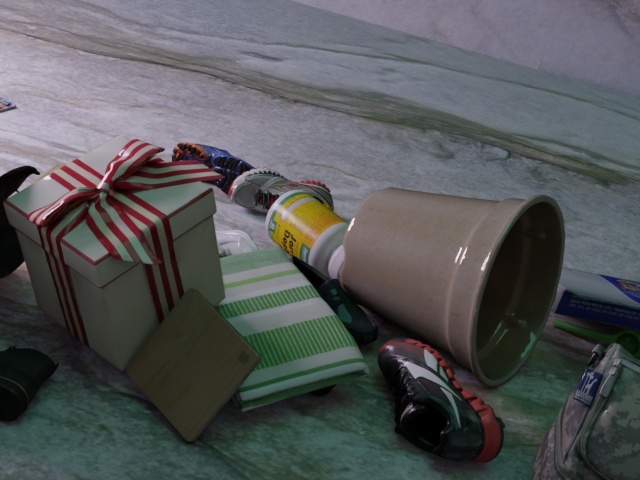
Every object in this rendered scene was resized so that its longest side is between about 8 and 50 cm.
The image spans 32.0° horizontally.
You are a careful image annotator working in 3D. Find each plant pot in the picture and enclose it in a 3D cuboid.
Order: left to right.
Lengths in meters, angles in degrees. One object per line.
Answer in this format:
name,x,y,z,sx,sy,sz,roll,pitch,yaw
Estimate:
plant pot,0.216,0.047,1.951,0.305,0.334,0.334,18,24,32

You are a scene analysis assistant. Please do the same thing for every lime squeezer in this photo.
lime squeezer,0.603,0.189,2.119,0.310,0.059,0.110,10,27,-9

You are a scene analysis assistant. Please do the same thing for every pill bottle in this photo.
pill bottle,0.000,0.000,2.102,0.117,0.118,0.208,-11,37,-41

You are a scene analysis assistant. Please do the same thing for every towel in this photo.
towel,-0.096,0.132,1.785,0.248,0.038,0.325,-12,40,-29

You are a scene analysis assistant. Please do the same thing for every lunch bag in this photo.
lunch bag,0.467,0.307,1.557,0.305,0.256,0.212,26,23,6

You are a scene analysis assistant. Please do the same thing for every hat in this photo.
hat,-0.539,0.013,1.733,0.134,0.331,0.331,59,30,-7

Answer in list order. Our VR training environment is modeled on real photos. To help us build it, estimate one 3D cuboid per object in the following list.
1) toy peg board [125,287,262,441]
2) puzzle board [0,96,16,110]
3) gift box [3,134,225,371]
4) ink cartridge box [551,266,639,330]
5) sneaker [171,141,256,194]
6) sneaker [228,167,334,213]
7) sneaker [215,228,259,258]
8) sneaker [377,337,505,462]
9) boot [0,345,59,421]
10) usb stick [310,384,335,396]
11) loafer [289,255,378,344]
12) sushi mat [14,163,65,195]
toy peg board,-0.172,0.185,1.637,0.160,0.161,0.079,42,6,28
puzzle board,-0.740,-0.307,2.424,0.128,0.011,0.096,26,28,21
gift box,-0.284,0.005,1.683,0.276,0.258,0.255,24,48,31
ink cartridge box,0.569,0.124,2.132,0.303,0.072,0.307,12,12,-9
sneaker,-0.201,-0.156,2.342,0.221,0.083,0.087,28,24,19
sneaker,-0.075,-0.086,2.261,0.225,0.088,0.093,6,29,-18
sneaker,-0.207,0.022,2.004,0.232,0.090,0.115,22,33,34
sneaker,0.158,0.244,1.735,0.135,0.098,0.276,-3,33,-36
boot,-0.483,0.173,1.583,0.198,0.077,0.137,31,23,1
usb stick,-0.095,0.170,1.802,0.278,0.045,0.077,24,35,19
loafer,0.013,0.105,1.947,0.076,0.078,0.223,-19,42,-43
sushi mat,-0.495,-0.063,2.073,0.151,0.019,0.316,20,28,7
